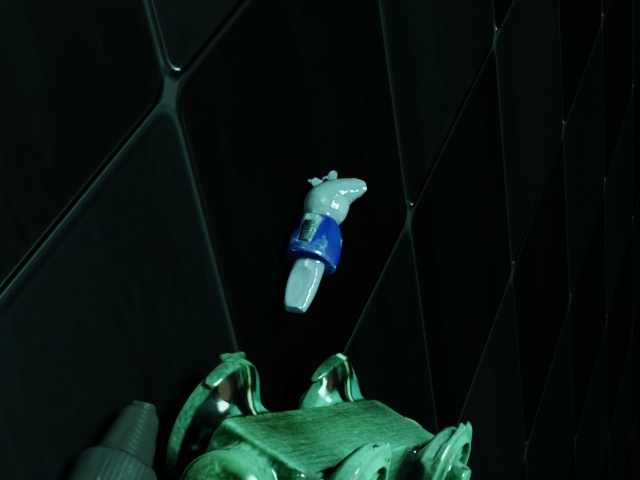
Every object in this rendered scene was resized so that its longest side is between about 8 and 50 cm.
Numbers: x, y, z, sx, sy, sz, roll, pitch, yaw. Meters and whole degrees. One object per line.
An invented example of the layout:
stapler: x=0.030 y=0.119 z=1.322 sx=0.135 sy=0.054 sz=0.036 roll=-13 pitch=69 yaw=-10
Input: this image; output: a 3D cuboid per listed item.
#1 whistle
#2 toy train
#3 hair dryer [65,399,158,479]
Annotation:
whistle: x=0.000 y=0.000 z=0.629 sx=0.029 sy=0.033 sz=0.083 roll=52 pitch=48 yaw=-51
toy train: x=-0.010 y=0.141 z=0.579 sx=0.159 sy=0.101 sz=0.248 roll=-68 pitch=158 yaw=3
hair dryer: x=-0.098 y=0.160 z=0.402 sx=0.248 sy=0.071 sz=0.114 roll=-74 pitch=157 yaw=-48
